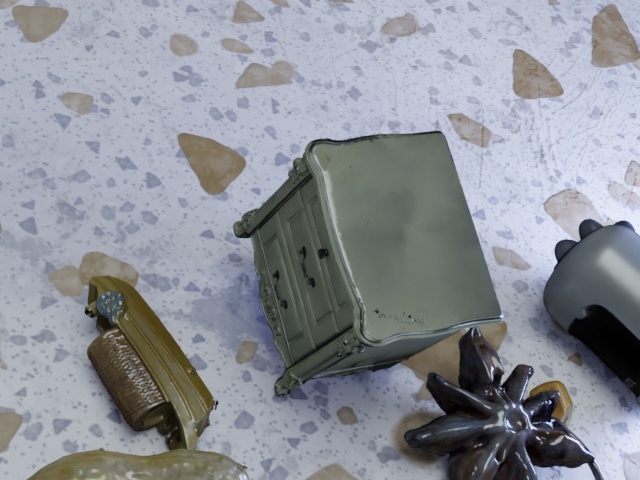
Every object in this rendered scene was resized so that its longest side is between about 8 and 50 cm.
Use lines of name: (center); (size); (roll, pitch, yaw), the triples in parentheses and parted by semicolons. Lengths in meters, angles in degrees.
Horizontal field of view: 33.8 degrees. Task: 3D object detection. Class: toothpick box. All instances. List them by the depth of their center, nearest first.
toothpick box: (0.524, 0.103, 1.771); (0.229, 0.229, 0.316); (-31, 68, -37)

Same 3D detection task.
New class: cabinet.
cabinet: (0.048, 0.041, 1.525); (0.227, 0.318, 0.290); (-8, 74, -29)

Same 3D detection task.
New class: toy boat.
toy boat: (-0.254, 0.182, 1.484); (0.115, 0.089, 0.310); (-25, 66, -32)

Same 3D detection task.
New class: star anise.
star anise: (0.268, 0.307, 1.583); (0.315, 0.139, 0.359); (-6, 71, -16)

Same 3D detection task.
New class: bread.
bread: (0.378, 0.278, 1.682); (0.062, 0.049, 0.103); (-23, 60, 4)

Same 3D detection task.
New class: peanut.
peanut: (-0.245, 0.337, 1.335); (0.313, 0.149, 0.149); (3, 52, -15)
